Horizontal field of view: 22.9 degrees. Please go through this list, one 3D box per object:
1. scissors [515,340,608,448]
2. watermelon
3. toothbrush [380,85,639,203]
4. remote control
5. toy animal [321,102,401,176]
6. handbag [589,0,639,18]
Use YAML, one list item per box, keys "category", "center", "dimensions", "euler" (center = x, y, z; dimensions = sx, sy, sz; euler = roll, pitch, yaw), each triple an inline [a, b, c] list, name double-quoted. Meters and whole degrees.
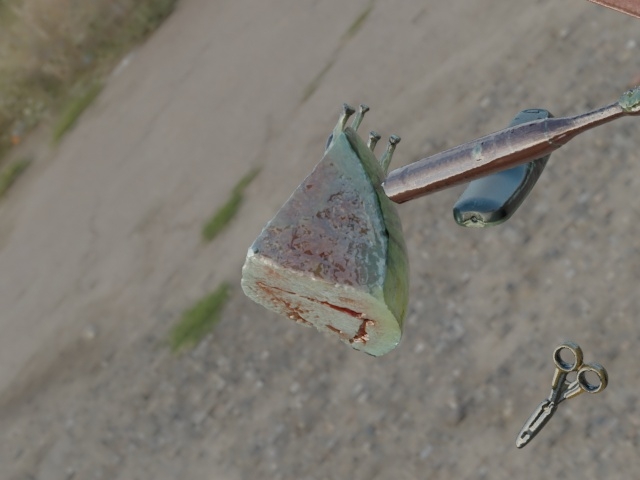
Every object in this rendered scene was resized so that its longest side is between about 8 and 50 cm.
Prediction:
- category: "scissors"
  center: [0.329, 0.231, 2.245]
  dimensions: [0.017, 0.088, 0.220]
  euler: [-37, -17, -45]
- category: "watermelon"
  center: [0.000, 0.000, 1.866]
  dimensions: [0.213, 0.201, 0.261]
  euler: [104, 158, -73]
- category: "toothbrush"
  center: [0.185, -0.090, 1.523]
  dimensions: [0.364, 0.041, 0.041]
  euler: [-17, 36, 51]
- category: "remote control"
  center: [0.221, -0.085, 1.847]
  dimensions: [0.072, 0.042, 0.222]
  euler: [1, 37, 33]
- category: "toy animal"
  center: [0.043, -0.085, 2.187]
  dimensions: [0.176, 0.073, 0.217]
  euler: [-64, 27, 19]
- category: "handbag"
  center: [0.245, -0.277, 1.172]
  dimensions: [0.059, 0.157, 0.212]
  euler: [-17, -54, -50]
